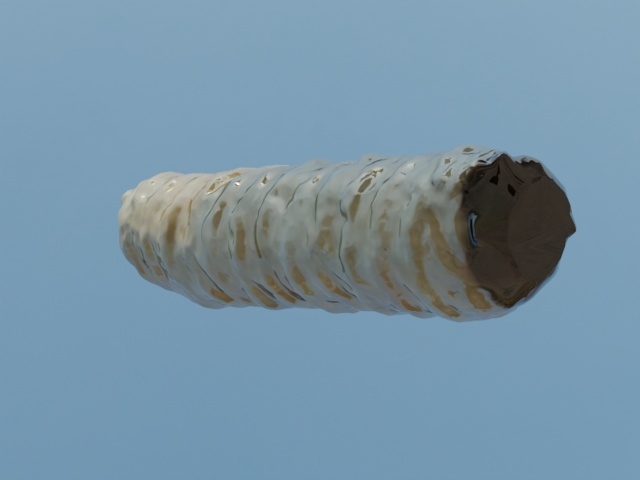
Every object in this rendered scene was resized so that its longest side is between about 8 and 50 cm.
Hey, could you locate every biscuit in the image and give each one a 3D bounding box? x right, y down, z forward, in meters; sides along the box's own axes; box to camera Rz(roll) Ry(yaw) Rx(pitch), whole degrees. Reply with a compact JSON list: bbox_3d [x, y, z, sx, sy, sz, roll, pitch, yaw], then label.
[{"bbox_3d":[0.000,0.000,0.590,0.055,0.219,0.061,-48,-63,-26],"label":"biscuit"}]
